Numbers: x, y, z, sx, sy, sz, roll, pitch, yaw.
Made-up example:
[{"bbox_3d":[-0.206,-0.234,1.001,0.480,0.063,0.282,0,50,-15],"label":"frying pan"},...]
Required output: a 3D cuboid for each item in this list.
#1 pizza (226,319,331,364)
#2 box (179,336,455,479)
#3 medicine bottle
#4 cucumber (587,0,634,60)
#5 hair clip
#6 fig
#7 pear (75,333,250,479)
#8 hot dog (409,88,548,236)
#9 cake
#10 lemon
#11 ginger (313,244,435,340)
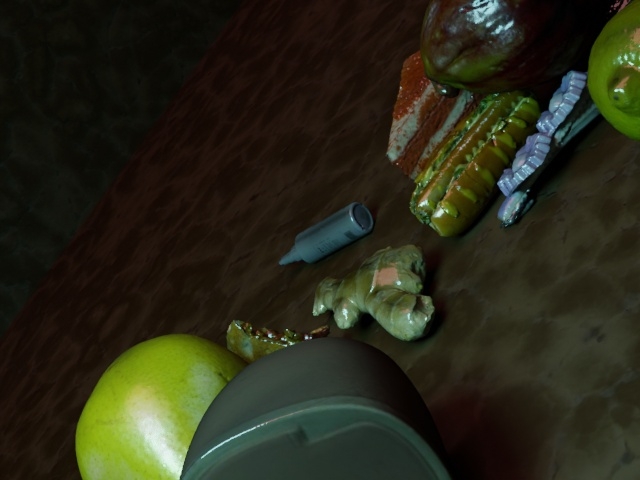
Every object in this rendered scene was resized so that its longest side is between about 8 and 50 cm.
[{"bbox_3d":[-0.041,0.167,1.719,0.194,0.154,0.069,-9,20,26],"label":"pizza"},{"bbox_3d":[0.002,0.250,1.268,0.301,0.301,0.216,-40,17,17],"label":"box"},{"bbox_3d":[0.000,0.000,1.968,0.199,0.057,0.058,-30,28,38],"label":"medicine bottle"},{"bbox_3d":[0.472,-0.353,1.681,0.265,0.077,0.077,-46,22,2],"label":"cucumber"},{"bbox_3d":[0.323,-0.141,1.615,0.292,0.084,0.106,-53,5,-1],"label":"hair clip"},{"bbox_3d":[0.263,-0.311,1.663,0.263,0.224,0.224,-13,31,9],"label":"fig"},{"bbox_3d":[-0.161,0.274,1.537,0.336,0.285,0.285,26,70,26],"label":"pear"},{"bbox_3d":[0.226,-0.124,1.711,0.115,0.072,0.269,23,69,37],"label":"hot dog"},{"bbox_3d":[0.176,-0.184,1.830,0.262,0.158,0.159,-56,20,-17],"label":"cake"},{"bbox_3d":[0.422,-0.213,1.414,0.184,0.184,0.248,-20,18,48],"label":"lemon"},{"bbox_3d":[0.072,0.074,1.699,0.333,0.081,0.148,-6,62,59],"label":"ginger"}]
